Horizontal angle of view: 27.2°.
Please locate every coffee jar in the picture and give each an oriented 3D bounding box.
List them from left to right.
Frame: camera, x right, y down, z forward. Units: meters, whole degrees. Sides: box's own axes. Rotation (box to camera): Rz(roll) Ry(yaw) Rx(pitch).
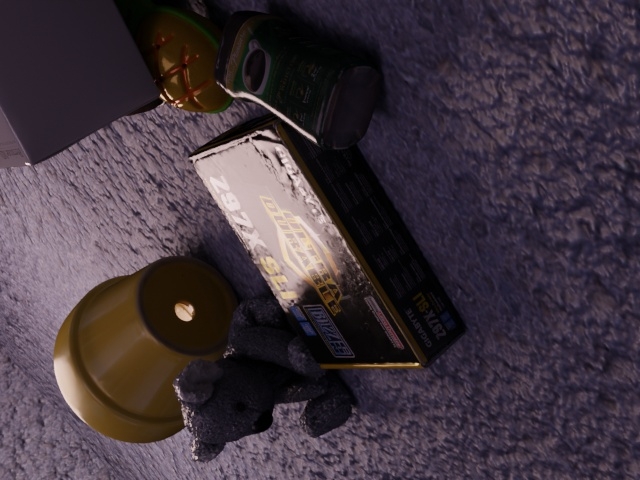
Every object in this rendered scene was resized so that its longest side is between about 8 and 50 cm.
[{"bbox_3d":[-0.029,-0.169,1.359,0.184,0.079,0.096,33,116,36],"label":"coffee jar"}]

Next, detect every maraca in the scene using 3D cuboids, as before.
[{"bbox_3d":[-0.170,-0.218,1.518,0.185,0.099,0.127,36,138,11],"label":"maraca"}]

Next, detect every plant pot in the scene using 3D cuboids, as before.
[{"bbox_3d":[-0.243,0.146,1.975,0.254,0.254,0.239,51,140,5],"label":"plant pot"}]

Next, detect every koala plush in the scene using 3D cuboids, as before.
[{"bbox_3d":[-0.100,0.197,1.796,0.203,0.221,0.196,36,150,33],"label":"koala plush"}]

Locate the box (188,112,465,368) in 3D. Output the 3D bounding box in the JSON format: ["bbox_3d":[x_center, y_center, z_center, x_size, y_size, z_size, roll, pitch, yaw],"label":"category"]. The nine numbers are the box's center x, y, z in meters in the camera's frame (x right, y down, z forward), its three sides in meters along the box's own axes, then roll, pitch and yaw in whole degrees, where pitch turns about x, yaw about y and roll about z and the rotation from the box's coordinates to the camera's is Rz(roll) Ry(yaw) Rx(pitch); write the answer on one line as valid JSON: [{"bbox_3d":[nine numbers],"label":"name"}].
[{"bbox_3d":[0.000,0.000,1.546,0.322,0.079,0.257,58,156,-11],"label":"box"}]

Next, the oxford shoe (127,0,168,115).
[{"bbox_3d":[-0.226,-0.230,1.617,0.083,0.096,0.227,43,151,26],"label":"oxford shoe"}]

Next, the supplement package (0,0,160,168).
[{"bbox_3d":[-0.342,-0.247,1.481,0.177,0.175,0.293,2,122,63],"label":"supplement package"}]
